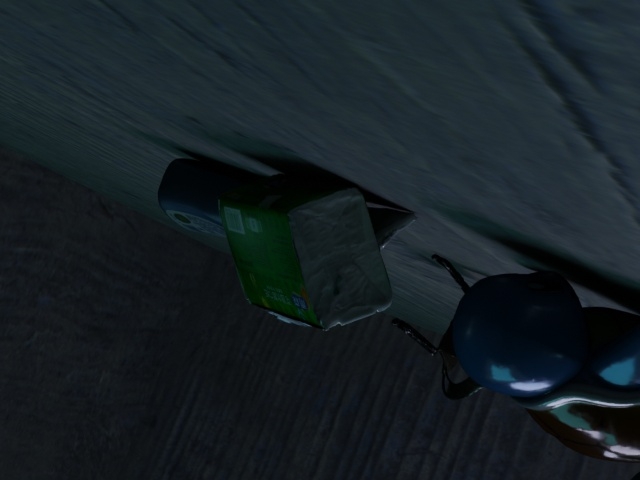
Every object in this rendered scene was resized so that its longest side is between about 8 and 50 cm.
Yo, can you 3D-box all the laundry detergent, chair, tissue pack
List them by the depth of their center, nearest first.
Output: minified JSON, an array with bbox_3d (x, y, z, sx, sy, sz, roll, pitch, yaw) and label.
[{"bbox_3d":[0.001,0.001,1.783,0.156,0.148,0.209,-20,-166,-23],"label":"tissue pack"},{"bbox_3d":[-0.073,-0.035,2.041,0.290,0.094,0.143,15,166,37],"label":"laundry detergent"},{"bbox_3d":[0.208,0.128,2.111,0.149,0.174,0.213,25,167,27],"label":"chair"}]

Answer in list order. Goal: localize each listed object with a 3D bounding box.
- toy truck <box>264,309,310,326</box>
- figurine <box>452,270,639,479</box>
[{"bbox_3d":[-0.020,0.048,2.298,0.124,0.155,0.268,22,176,-3],"label":"toy truck"},{"bbox_3d":[0.329,0.153,1.722,0.416,0.243,0.298,47,175,-24],"label":"figurine"}]
